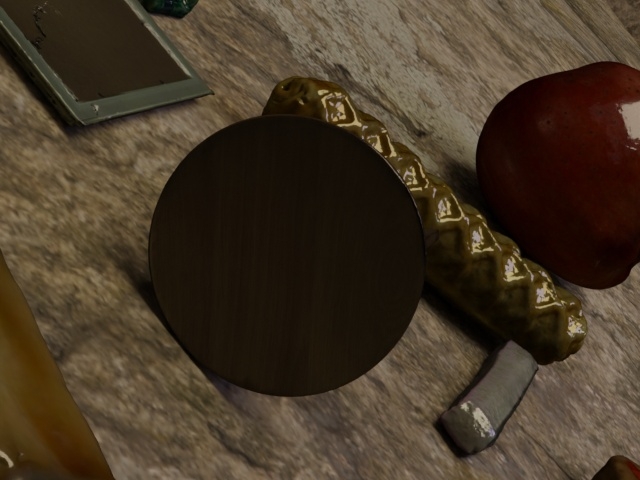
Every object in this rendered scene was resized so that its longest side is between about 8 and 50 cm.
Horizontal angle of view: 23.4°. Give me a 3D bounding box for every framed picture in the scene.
[{"bbox_3d":[-0.212,-0.201,1.097,0.293,0.018,0.231,51,20,4],"label":"framed picture"}]

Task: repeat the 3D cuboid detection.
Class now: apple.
[{"bbox_3d":[0.281,-0.073,1.607,0.234,0.234,0.234,41,22,-20],"label":"apple"}]

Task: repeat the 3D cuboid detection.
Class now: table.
[{"bbox_3d":[0.000,0.000,1.012,0.167,0.167,0.227,50,12,3],"label":"table"}]

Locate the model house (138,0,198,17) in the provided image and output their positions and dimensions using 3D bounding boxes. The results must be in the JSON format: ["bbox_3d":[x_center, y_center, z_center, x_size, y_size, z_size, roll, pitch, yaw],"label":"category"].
[{"bbox_3d":[-0.112,-0.248,1.266,0.088,0.100,0.101,53,20,10],"label":"model house"}]

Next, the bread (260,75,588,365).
[{"bbox_3d":[0.091,-0.011,1.285,0.367,0.077,0.084,38,-3,-26],"label":"bread"}]

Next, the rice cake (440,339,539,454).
[{"bbox_3d":[0.135,0.122,1.217,0.047,0.036,0.207,39,20,6],"label":"rice cake"}]

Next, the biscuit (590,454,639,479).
[{"bbox_3d":[0.346,0.325,1.223,0.381,0.074,0.359,29,25,-37],"label":"biscuit"}]

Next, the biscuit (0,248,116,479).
[{"bbox_3d":[-0.216,0.017,0.638,0.237,0.062,0.290,13,41,-57],"label":"biscuit"}]
